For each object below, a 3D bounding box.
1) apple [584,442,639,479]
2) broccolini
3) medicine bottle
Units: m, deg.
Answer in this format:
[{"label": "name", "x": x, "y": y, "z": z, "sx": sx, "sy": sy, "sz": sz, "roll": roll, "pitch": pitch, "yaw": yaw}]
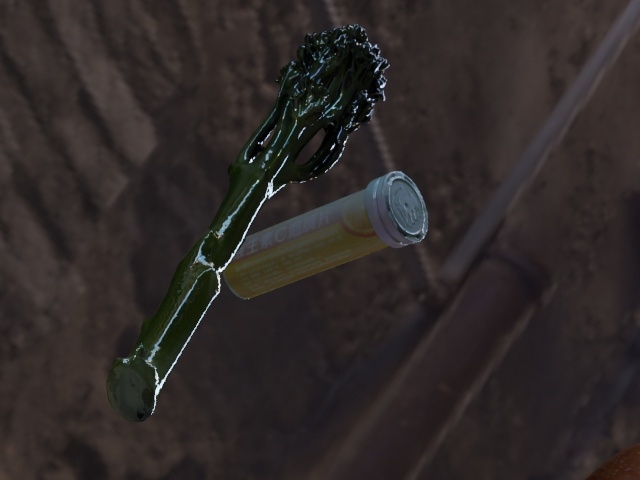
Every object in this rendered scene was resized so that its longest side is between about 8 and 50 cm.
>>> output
[{"label": "apple", "x": 0.233, "y": 0.231, "z": 1.308, "sx": 0.162, "sy": 0.201, "sz": 0.201, "roll": 40, "pitch": -31, "yaw": 20}, {"label": "broccolini", "x": -0.041, "y": -0.030, "z": 1.225, "sx": 0.079, "sy": 0.392, "sz": 0.074, "roll": 8, "pitch": -51, "yaw": 16}, {"label": "medicine bottle", "x": 0.000, "y": 0.000, "z": 1.828, "sx": 0.218, "sy": 0.074, "sz": 0.074, "roll": -22, "pitch": -61, "yaw": 34}]
